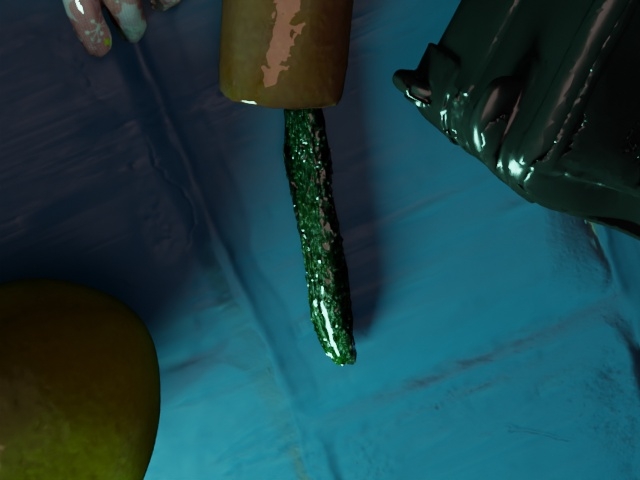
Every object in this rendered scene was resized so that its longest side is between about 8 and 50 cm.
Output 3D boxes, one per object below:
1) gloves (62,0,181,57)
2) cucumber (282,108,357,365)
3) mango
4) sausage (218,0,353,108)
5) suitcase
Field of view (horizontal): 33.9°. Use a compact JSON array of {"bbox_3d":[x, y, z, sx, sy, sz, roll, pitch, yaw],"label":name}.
[{"bbox_3d":[-0.148,-0.258,0.808,0.145,0.126,0.241,14,101,-14],"label":"gloves"},{"bbox_3d":[0.000,0.000,0.945,0.044,0.043,0.256,-9,108,0],"label":"cucumber"},{"bbox_3d":[-0.336,0.188,0.860,0.446,0.232,0.300,-27,104,-7],"label":"mango"},{"bbox_3d":[-0.021,-0.239,0.837,0.113,0.113,0.259,4,103,-9],"label":"sausage"},{"bbox_3d":[0.276,-0.179,0.825,0.339,0.188,0.345,14,110,-36],"label":"suitcase"}]
